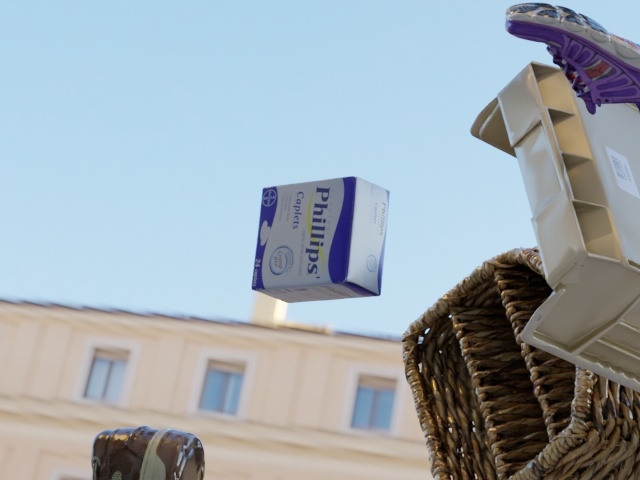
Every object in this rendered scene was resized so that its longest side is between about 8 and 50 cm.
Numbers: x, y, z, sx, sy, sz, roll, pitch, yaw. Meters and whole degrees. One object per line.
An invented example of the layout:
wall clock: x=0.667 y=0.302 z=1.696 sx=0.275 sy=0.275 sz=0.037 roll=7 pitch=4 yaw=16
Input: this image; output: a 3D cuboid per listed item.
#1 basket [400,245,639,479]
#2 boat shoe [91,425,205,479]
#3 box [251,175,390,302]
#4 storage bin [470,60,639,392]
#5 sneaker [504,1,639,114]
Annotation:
basket: x=0.235 y=0.148 z=1.711 sx=0.223 sy=0.299 sz=0.213 roll=1 pitch=-46 yaw=-12
boat shoe: x=-0.152 y=0.268 z=1.179 sx=0.095 sy=0.257 sz=0.095 roll=7 pitch=-4 yaw=17
box: x=0.000 y=0.000 z=1.735 sx=0.137 sy=0.126 sz=0.072 roll=-6 pitch=-20 yaw=37
storage bin: x=0.279 y=-0.005 z=1.433 sx=0.260 sy=0.262 sz=0.123 roll=23 pitch=-50 yaw=-30
sneaker: x=0.229 y=-0.148 z=1.314 sx=0.170 sy=0.071 sz=0.068 roll=26 pitch=16 yaw=-8
